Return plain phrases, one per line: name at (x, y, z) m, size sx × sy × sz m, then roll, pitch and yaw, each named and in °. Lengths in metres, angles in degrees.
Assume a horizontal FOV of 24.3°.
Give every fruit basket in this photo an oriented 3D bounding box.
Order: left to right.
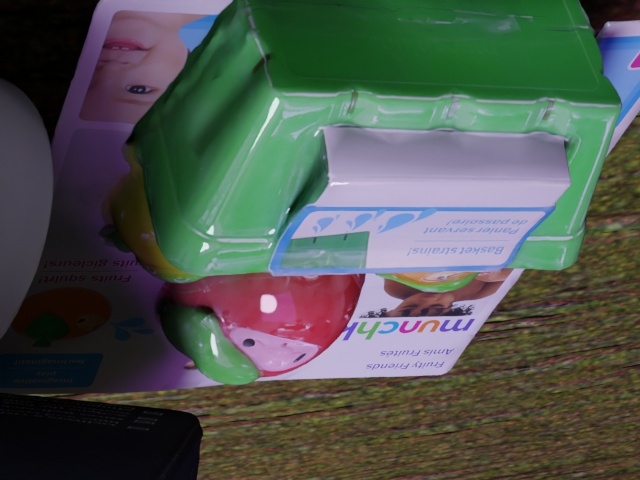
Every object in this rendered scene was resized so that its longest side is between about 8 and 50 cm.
fruit basket at (0.000, 0.000, 0.815) m, size 0.327 × 0.165 × 0.353 m, roll 0°, pitch 139°, yaw -25°

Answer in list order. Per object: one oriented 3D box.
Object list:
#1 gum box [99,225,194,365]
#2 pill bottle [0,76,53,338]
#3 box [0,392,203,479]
gum box at (-0.101, 0.036, 0.992) m, size 0.189 × 0.062 × 0.107 m, roll -6°, pitch 151°, yaw -8°
pill bottle at (-0.313, -0.062, 0.586) m, size 0.229 × 0.229 × 0.408 m, roll -28°, pitch 147°, yaw 29°
box at (-0.219, 0.185, 0.679) m, size 0.294 × 0.211 × 0.395 m, roll 6°, pitch 178°, yaw 0°
